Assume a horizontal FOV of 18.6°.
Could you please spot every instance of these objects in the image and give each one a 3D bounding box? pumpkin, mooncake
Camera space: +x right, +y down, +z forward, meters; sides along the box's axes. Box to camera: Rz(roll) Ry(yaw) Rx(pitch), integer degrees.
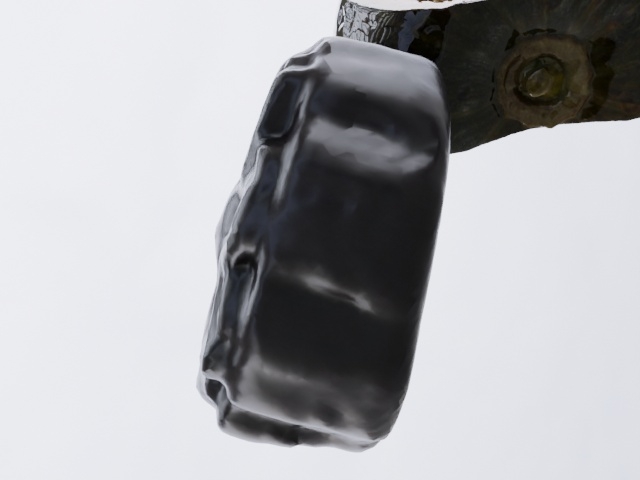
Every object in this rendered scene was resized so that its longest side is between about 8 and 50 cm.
[{"bbox_3d":[0.156,-0.161,1.559,0.222,0.317,0.139,-113,9,-71],"label":"pumpkin"},{"bbox_3d":[0.000,0.000,1.317,0.283,0.141,0.283,-168,90,-87],"label":"mooncake"}]
